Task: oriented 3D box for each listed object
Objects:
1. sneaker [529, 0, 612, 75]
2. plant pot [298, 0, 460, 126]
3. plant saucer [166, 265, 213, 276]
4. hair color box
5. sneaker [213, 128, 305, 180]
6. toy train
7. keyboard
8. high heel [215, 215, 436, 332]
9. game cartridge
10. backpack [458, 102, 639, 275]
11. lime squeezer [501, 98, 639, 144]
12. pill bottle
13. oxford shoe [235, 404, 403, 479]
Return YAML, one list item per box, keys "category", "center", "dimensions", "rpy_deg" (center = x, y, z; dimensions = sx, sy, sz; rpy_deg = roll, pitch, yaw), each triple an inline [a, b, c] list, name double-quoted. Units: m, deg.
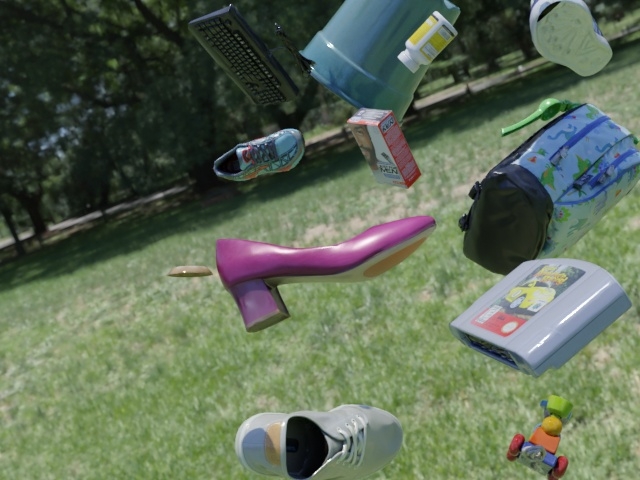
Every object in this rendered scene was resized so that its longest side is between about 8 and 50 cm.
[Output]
- category: "sneaker"
  center: [0.504, -0.506, 1.670]
  dimensions: [0.130, 0.236, 0.322]
  rpy_deg: [-40, -33, 26]
- category: "plant pot"
  center: [0.169, -0.530, 1.986]
  dimensions: [0.334, 0.341, 0.341]
  rpy_deg: [-54, -2, 20]
- category: "plant saucer"
  center: [-0.237, 0.056, 1.382]
  dimensions: [0.083, 0.015, 0.083]
  rpy_deg: [-2, -8, 0]
- category: "hair color box"
  center: [0.132, -0.189, 1.564]
  dimensions: [0.053, 0.167, 0.093]
  rpy_deg: [-45, 35, -23]
- category: "sneaker"
  center: [-0.161, -0.211, 1.964]
  dimensions: [0.261, 0.104, 0.125]
  rpy_deg: [-21, -2, 25]
- category: "toy train"
  center: [0.419, 0.347, 1.391]
  dimensions: [0.143, 0.105, 0.248]
  rpy_deg: [-60, -20, -16]
- category: "keyboard"
  center: [-0.136, -0.413, 1.717]
  dimensions: [0.201, 0.033, 0.317]
  rpy_deg: [-14, -31, 22]
- category: "high heel"
  center: [0.000, 0.000, 1.298]
  dimensions: [0.377, 0.181, 0.127]
  rpy_deg: [-25, -18, 2]
- category: "game cartridge"
  center: [0.323, 0.104, 1.144]
  dimensions: [0.196, 0.060, 0.294]
  rpy_deg: [-34, 9, -9]
- category: "backpack"
  center: [0.475, -0.113, 1.520]
  dimensions: [0.355, 0.273, 0.290]
  rpy_deg: [-51, -19, -31]
- category: "lime squeezer"
  center: [0.563, -0.276, 1.724]
  dimensions: [0.310, 0.059, 0.110]
  rpy_deg: [4, 41, -1]
- category: "pill bottle"
  center: [0.211, -0.393, 1.517]
  dimensions: [0.116, 0.065, 0.065]
  rpy_deg: [-44, 3, 15]
- category: "oxford shoe"
  center: [0.032, 0.424, 1.576]
  dimensions: [0.449, 0.169, 0.130]
  rpy_deg: [13, -19, -43]
